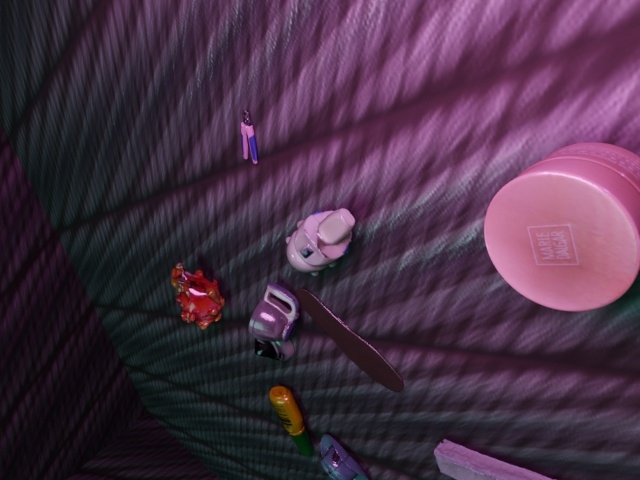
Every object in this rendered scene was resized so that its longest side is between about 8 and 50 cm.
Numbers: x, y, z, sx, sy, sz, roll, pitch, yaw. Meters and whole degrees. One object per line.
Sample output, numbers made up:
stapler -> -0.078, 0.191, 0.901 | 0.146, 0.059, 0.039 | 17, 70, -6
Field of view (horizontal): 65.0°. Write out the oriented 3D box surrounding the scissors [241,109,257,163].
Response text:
scissors -> -0.144, -0.206, 0.996 | 0.039, 0.012, 0.113 | 28, 139, 30

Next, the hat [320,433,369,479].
hat -> 0.054, 0.673, 1.492 | 0.191, 0.078, 0.138 | 44, 146, 11

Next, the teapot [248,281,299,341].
teapot -> -0.104, 0.186, 1.245 | 0.108, 0.149, 0.111 | 23, -179, 14

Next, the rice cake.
rice cake -> 0.372, 0.464, 0.958 | 0.336, 0.063, 0.066 | 4, 118, 48

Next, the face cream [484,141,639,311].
face cream -> 0.259, -0.016, 0.513 | 0.149, 0.104, 0.149 | 27, 131, 36

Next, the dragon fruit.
dragon fruit -> -0.365, 0.153, 1.462 | 0.150, 0.133, 0.207 | 0, 124, 53

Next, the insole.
insole -> 0.061, 0.228, 1.153 | 0.328, 0.007, 0.111 | 43, 143, 14

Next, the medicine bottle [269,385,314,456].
medicine bottle -> -0.083, 0.568, 1.570 | 0.095, 0.064, 0.260 | 5, 124, 47

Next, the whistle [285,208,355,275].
whistle -> 0.000, 0.000, 0.947 | 0.110, 0.092, 0.244 | 52, 147, 3

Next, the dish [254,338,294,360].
dish -> -0.149, 0.292, 1.387 | 0.141, 0.078, 0.141 | 30, 140, 29
